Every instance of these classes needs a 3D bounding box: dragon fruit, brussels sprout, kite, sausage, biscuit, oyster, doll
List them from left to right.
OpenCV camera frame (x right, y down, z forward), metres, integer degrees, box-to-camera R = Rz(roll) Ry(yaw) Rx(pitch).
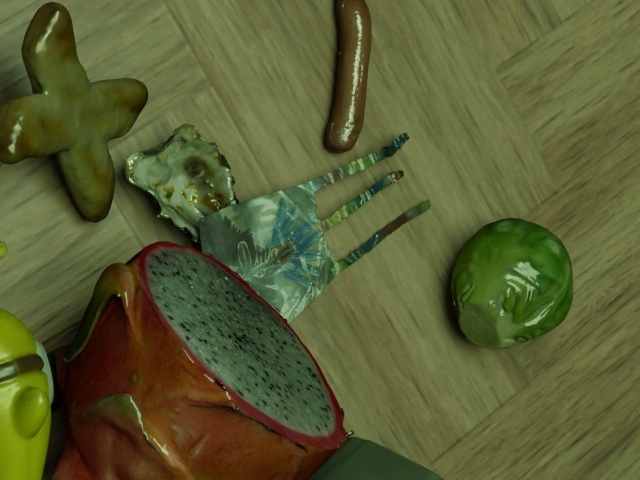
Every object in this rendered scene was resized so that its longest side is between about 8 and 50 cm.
[{"bbox_3d":[-0.321,0.178,1.609,0.145,0.199,0.363,-14,106,-43],"label":"doll"},{"bbox_3d":[-0.247,-0.122,1.707,0.208,0.047,0.164,43,59,-62],"label":"biscuit"},{"bbox_3d":[-0.144,0.171,1.674,0.305,0.305,0.226,37,107,-21],"label":"dragon fruit"},{"bbox_3d":[-0.137,-0.051,1.814,0.103,0.051,0.148,-42,111,-20],"label":"oyster"},{"bbox_3d":[-0.001,0.000,1.896,0.310,0.015,0.169,-26,113,-30],"label":"kite"},{"bbox_3d":[0.033,-0.189,1.926,0.043,0.043,0.186,8,83,-28],"label":"sausage"},{"bbox_3d":[0.220,0.048,1.965,0.155,0.117,0.155,8,77,-37],"label":"brussels sprout"}]

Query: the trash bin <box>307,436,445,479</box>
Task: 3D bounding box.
[{"bbox_3d":[0.023,0.357,1.771,0.250,0.220,0.219,-45,144,-31],"label":"trash bin"}]
